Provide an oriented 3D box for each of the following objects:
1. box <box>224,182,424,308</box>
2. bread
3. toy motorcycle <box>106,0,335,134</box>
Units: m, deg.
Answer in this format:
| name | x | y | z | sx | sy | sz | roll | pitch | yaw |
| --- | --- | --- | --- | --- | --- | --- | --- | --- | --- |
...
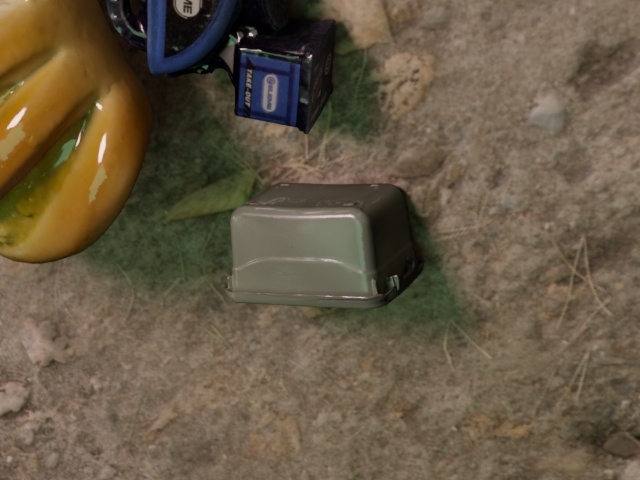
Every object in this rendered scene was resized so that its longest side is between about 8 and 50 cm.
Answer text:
| name | x | y | z | sx | sy | sz | roll | pitch | yaw |
| --- | --- | --- | --- | --- | --- | --- | --- | --- | --- |
| box | 0.000 | 0.000 | 1.465 | 0.172 | 0.124 | 0.093 | 1 | 109 | 24 |
| bread | -0.301 | -0.109 | 1.445 | 0.316 | 0.211 | 0.270 | 5 | 123 | 53 |
| toy motorcycle | -0.066 | -0.278 | 1.333 | 0.213 | 0.125 | 0.358 | 12 | 125 | 10 |
